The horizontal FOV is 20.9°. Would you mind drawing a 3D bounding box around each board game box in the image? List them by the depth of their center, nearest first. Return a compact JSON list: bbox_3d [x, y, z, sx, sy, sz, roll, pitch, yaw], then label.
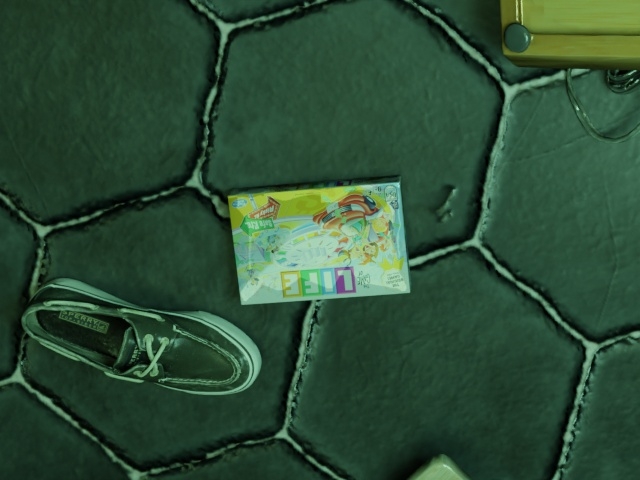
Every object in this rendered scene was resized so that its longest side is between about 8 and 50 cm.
[{"bbox_3d":[0.000,0.000,1.546,0.154,0.026,0.103,-5,106,7],"label":"board game box"}]

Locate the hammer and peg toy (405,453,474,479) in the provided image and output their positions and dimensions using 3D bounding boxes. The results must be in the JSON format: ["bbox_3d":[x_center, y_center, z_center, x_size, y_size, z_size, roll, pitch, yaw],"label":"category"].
[{"bbox_3d":[0.068,0.391,1.602,0.266,0.127,0.361,45,105,-8],"label":"hammer and peg toy"}]

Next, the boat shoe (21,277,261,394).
[{"bbox_3d":[-0.163,0.097,1.569,0.219,0.070,0.078,15,107,1],"label":"boat shoe"}]

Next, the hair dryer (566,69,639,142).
[{"bbox_3d":[0.317,-0.219,1.423,0.223,0.080,0.294,1,105,7],"label":"hair dryer"}]

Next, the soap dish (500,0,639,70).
[{"bbox_3d":[0.266,-0.240,1.347,0.290,0.118,0.229,5,107,33],"label":"soap dish"}]
